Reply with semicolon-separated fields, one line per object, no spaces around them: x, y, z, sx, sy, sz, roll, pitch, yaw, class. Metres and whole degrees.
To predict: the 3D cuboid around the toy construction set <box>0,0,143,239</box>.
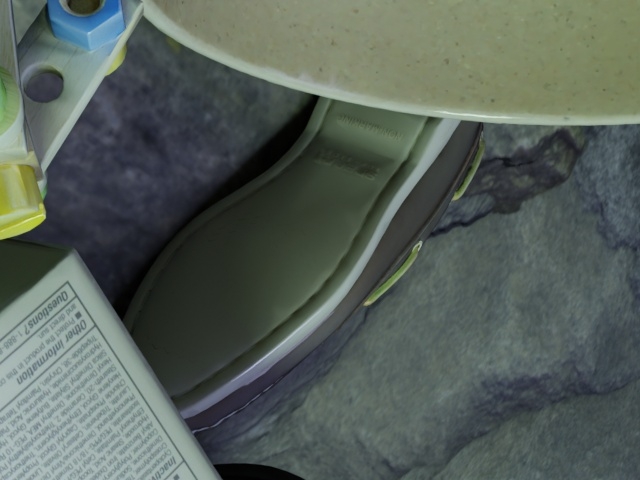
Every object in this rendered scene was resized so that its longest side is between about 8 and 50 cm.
-0.184;0.029;0.586;0.151;0.215;0.328;99;-6;-60;toy construction set

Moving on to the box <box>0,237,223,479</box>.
-0.120;0.161;0.802;0.148;0.121;0.311;-41;118;-27;box

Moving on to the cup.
0.088;-0.210;0.775;0.331;0.331;0.237;25;70;-61;cup

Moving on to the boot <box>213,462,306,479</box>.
-0.141;0.327;1.020;0.377;0.138;0.284;-32;136;-34;boot

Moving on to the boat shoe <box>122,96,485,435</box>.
0.000;0.000;0.989;0.324;0.116;0.097;-52;148;-24;boat shoe
